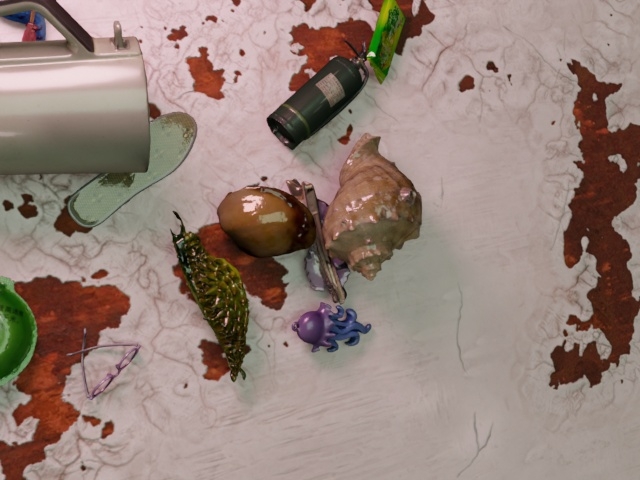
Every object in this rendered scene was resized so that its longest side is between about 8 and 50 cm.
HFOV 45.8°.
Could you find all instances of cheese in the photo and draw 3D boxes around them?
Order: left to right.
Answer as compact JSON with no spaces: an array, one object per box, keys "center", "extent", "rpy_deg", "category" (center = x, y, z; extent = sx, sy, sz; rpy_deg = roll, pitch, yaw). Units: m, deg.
[{"center":[-0.636,0.217,1.380],"extent":[0.204,0.083,0.320],"rpy_deg":[16,80,-21],"category":"cheese"}]

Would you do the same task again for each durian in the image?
[{"center":[-0.205,0.104,1.524],"extent":[0.107,0.132,0.375],"rpy_deg":[-20,101,-7],"category":"durian"}]

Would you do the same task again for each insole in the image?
[{"center":[-0.374,-0.147,1.534],"extent":[0.322,0.007,0.109],"rpy_deg":[-43,102,-17],"category":"insole"}]

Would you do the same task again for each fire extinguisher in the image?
[{"center":[0.015,-0.323,1.642],"extent":[0.294,0.093,0.118],"rpy_deg":[-45,115,-17],"category":"fire extinguisher"}]

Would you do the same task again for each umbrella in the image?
[{"center":[-0.555,-0.355,1.435],"extent":[0.027,0.025,0.165],"rpy_deg":[-2,118,-44],"category":"umbrella"}]

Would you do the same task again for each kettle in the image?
[{"center":[-0.502,-0.271,1.326],"extent":[0.377,0.361,0.250],"rpy_deg":[-6,49,-17],"category":"kettle"}]

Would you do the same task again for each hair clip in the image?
[{"center":[0.000,0.000,1.632],"extent":[0.106,0.084,0.292],"rpy_deg":[-22,101,-25],"category":"hair clip"}]

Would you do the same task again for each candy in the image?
[{"center":[0.147,-0.452,1.702],"extent":[0.102,0.032,0.178],"rpy_deg":[32,73,-58],"category":"candy"}]

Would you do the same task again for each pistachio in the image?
[{"center":[-0.109,-0.038,1.563],"extent":[0.210,0.130,0.165],"rpy_deg":[18,124,1],"category":"pistachio"}]

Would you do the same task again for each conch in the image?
[{"center":[0.131,-0.065,1.609],"extent":[0.263,0.186,0.324],"rpy_deg":[41,62,-61],"category":"conch"}]

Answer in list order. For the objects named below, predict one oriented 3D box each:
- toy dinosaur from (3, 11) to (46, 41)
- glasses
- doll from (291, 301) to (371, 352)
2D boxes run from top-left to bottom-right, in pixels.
[{"center":[-0.578,-0.475,1.437],"extent":[0.144,0.076,0.329],"rpy_deg":[-41,112,-10],"category":"toy dinosaur"},{"center":[-0.437,0.229,1.485],"extent":[0.104,0.062,0.140],"rpy_deg":[38,75,8],"category":"glasses"},{"center":[0.025,0.190,1.638],"extent":[0.206,0.067,0.110],"rpy_deg":[8,92,-33],"category":"doll"}]
